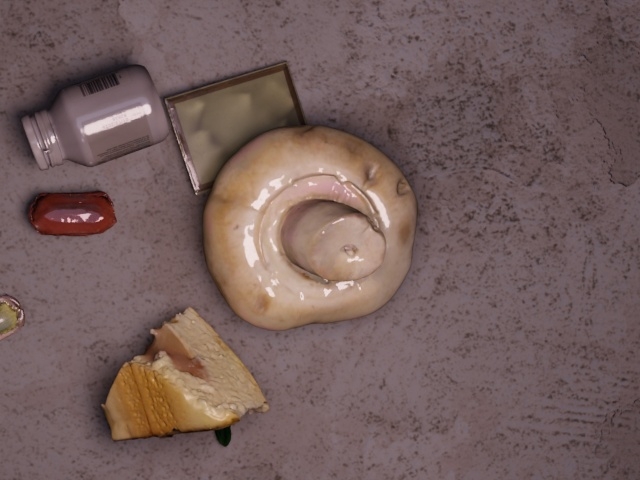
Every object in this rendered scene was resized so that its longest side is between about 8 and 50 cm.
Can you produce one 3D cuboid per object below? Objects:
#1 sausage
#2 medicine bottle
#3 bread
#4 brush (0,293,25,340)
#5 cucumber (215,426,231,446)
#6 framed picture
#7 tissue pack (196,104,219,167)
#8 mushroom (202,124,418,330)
[{"bbox_3d":[-0.405,-0.043,1.869,0.141,0.076,0.076,-4,91,-13],"label":"sausage"},{"bbox_3d":[-0.365,-0.191,1.844,0.215,0.135,0.135,-21,94,-10],"label":"medicine bottle"},{"bbox_3d":[-0.228,0.267,1.838,0.224,0.184,0.211,40,114,15],"label":"bread"},{"bbox_3d":[-0.626,0.173,1.830,0.313,0.067,0.072,-24,95,-8],"label":"brush"},{"bbox_3d":[-0.178,0.260,1.935,0.036,0.033,0.184,-17,94,-36],"label":"cucumber"},{"bbox_3d":[-0.132,-0.191,1.937,0.231,0.010,0.173,-19,96,-19],"label":"framed picture"},{"bbox_3d":[-0.199,-0.175,1.934,0.056,0.023,0.108,1,90,-14],"label":"tissue pack"},{"bbox_3d":[-0.014,0.004,1.847,0.353,0.353,0.325,31,118,-10],"label":"mushroom"}]
